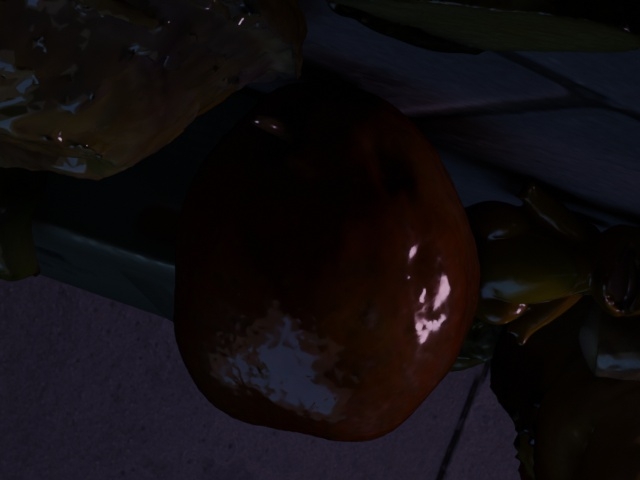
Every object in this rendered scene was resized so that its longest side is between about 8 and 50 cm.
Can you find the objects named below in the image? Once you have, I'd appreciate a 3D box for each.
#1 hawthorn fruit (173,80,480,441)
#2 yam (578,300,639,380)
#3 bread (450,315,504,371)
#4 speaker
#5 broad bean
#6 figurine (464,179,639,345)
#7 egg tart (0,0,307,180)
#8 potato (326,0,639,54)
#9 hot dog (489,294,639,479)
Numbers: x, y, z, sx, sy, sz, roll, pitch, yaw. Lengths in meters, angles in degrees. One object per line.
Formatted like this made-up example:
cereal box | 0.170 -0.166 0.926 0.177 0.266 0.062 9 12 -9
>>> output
hawthorn fruit | 0.000 0.000 0.973 0.210 0.210 0.262 19 143 21
yam | 0.359 0.098 1.092 0.356 0.081 0.081 10 171 22
bread | 0.112 0.061 1.517 0.152 0.130 0.268 60 178 5
speaker | -0.194 -0.062 1.233 0.406 0.183 0.184 18 168 20
broad bean | -0.246 -0.104 1.045 0.067 0.075 0.325 10 130 32
figurine | 0.182 0.012 1.082 0.176 0.121 0.122 9 -161 20
egg tart | -0.181 -0.119 0.793 0.351 0.150 0.352 18 177 1
potato | 0.066 -0.096 0.500 0.103 0.066 0.096 10 -177 39
hot dog | 0.265 0.231 1.296 0.367 0.196 0.365 -111 1 -58
